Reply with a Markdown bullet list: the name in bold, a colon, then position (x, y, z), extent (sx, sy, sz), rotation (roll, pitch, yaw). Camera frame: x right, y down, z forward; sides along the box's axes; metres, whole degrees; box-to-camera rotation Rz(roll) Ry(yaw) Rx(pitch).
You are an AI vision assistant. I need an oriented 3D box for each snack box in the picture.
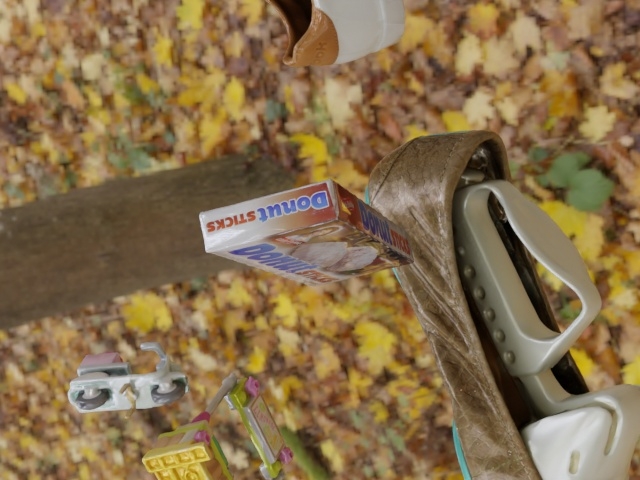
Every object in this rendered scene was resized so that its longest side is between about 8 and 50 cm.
- **snack box**: position (0.000, 0.000, 0.571), extent (0.178, 0.064, 0.022), rotation (26, -128, -73)

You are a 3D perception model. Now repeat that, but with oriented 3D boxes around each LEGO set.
- **LEGO set**: position (-0.081, 0.195, 0.763), extent (0.132, 0.107, 0.287), rotation (5, 116, 16)

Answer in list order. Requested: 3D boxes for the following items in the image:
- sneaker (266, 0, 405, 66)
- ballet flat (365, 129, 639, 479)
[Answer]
- **sneaker**: position (-0.037, -0.277, 0.885), extent (0.290, 0.123, 0.106), rotation (67, 159, 0)
- **ballet flat**: position (0.140, 0.078, 0.727), extent (0.124, 0.116, 0.342), rotation (-30, 75, 44)
